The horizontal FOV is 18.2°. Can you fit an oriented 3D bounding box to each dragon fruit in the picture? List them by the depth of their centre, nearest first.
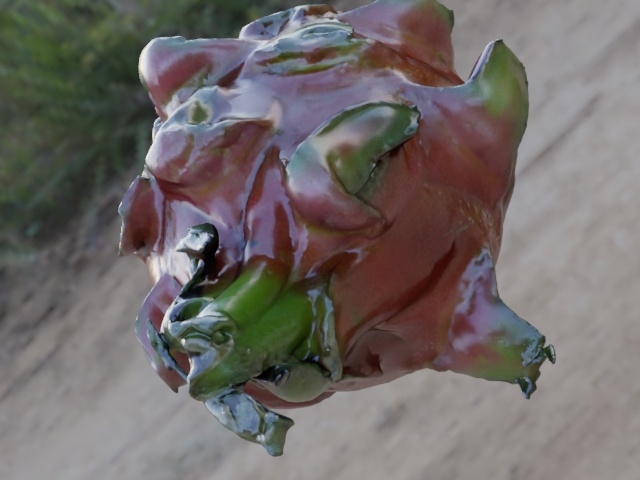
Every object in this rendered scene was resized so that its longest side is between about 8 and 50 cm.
[{"bbox_3d":[0.004,0.001,0.637,0.137,0.135,0.236,-7,21,-1],"label":"dragon fruit"}]
